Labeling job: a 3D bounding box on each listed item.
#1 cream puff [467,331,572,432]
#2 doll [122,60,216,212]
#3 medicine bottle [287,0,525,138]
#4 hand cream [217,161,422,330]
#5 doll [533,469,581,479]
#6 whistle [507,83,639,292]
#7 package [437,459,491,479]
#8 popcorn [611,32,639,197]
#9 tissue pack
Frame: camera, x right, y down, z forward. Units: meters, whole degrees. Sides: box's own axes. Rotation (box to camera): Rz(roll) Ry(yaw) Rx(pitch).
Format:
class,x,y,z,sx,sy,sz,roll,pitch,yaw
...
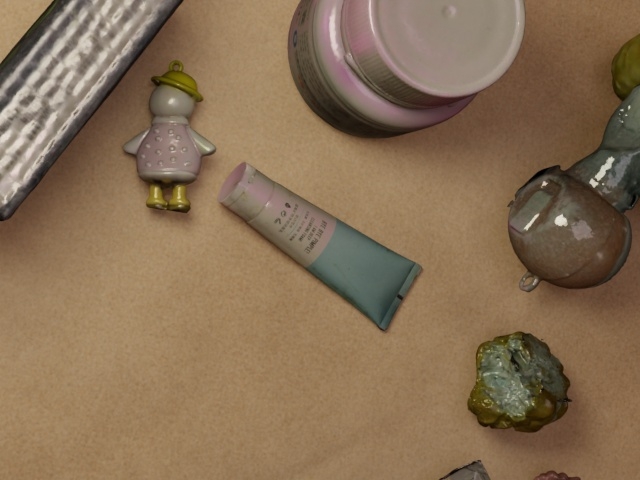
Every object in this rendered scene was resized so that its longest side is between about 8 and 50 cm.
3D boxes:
class,x,y,z,sx,sy,sz,roll,pitch,yaw
cream puff,0.280,0.212,1.842,0.156,0.156,0.121,-63,146,-9
doll,-0.202,-0.142,1.720,0.129,0.081,0.207,2,84,9
medicine bottle,0.110,-0.272,1.687,0.256,0.325,0.256,0,89,-15
hand cream,0.000,0.000,1.796,0.312,0.070,0.111,36,78,-21
doll,0.359,0.467,1.864,0.211,0.093,0.262,-3,90,-4
whistle,0.401,-0.062,1.827,0.189,0.189,0.348,35,95,-13
package,0.195,0.421,1.825,0.171,0.027,0.173,-31,95,7
popcorn,0.562,-0.177,1.904,0.225,0.174,0.286,-10,81,-31
tissue pack,-0.325,-0.208,1.577,0.124,0.288,0.394,40,78,-14
